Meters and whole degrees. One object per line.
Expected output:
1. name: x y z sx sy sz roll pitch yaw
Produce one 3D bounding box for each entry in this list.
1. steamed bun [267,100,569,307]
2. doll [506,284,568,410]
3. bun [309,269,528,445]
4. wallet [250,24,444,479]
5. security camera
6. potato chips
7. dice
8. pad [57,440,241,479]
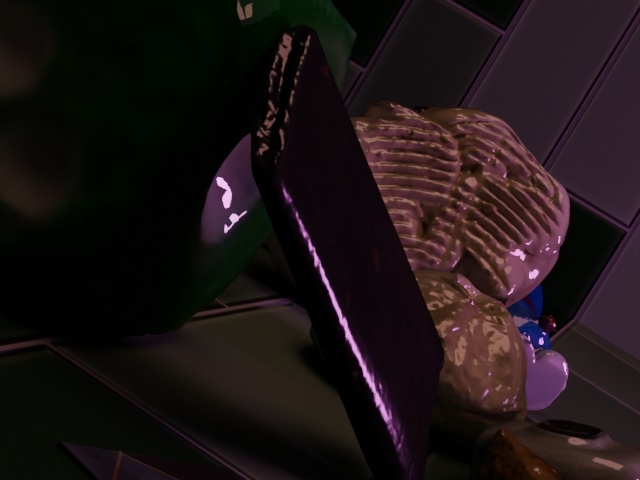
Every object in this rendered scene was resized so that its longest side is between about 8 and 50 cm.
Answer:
1. steamed bun: 0.096 -0.015 1.774 0.320 0.275 0.206 18 -19 -11
2. doll: 0.203 0.099 1.922 0.215 0.161 0.257 42 18 -28
3. bun: 0.101 0.095 1.473 0.220 0.134 0.220 30 6 -3
4. wallet: 0.019 0.024 1.094 0.170 0.044 0.321 -76 150 -47
5. security camera: 0.222 0.195 1.384 0.157 0.080 0.301 9 0 18
6. potato chips: 0.172 0.234 1.067 0.080 0.057 0.407 35 9 -11
7. dice: -0.170 -0.119 1.187 0.300 0.297 0.287 32 5 17
8. pad: -0.021 0.184 0.870 0.243 0.004 0.163 36 9 34
